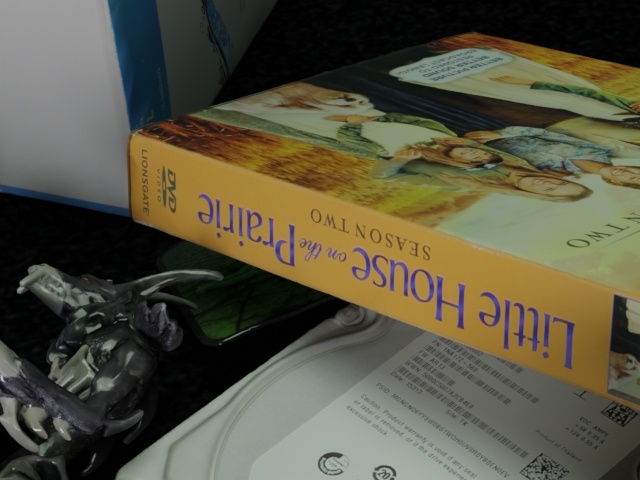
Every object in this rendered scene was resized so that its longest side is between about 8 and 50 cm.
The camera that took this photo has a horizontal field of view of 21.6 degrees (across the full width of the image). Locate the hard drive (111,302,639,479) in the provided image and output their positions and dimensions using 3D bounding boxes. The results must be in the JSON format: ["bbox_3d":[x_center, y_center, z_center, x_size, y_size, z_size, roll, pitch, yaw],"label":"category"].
[{"bbox_3d":[0.083,0.115,0.887,0.339,0.064,0.237,-33,50,-30],"label":"hard drive"}]

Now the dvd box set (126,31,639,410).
[{"bbox_3d":[0.144,-0.024,0.903,0.308,0.062,0.420,-21,29,-40],"label":"dvd box set"}]

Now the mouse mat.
[{"bbox_3d":[0.000,0.000,1.010,0.190,0.007,0.152,-22,25,-9],"label":"mouse mat"}]

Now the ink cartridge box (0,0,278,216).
[{"bbox_3d":[-0.166,-0.187,1.139,0.198,0.197,0.270,11,44,17],"label":"ink cartridge box"}]

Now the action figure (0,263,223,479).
[{"bbox_3d":[-0.172,0.086,0.866,0.141,0.164,0.275,44,58,-8],"label":"action figure"}]
